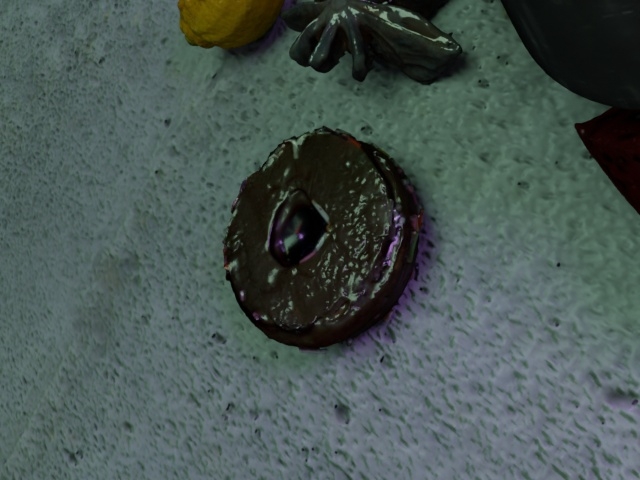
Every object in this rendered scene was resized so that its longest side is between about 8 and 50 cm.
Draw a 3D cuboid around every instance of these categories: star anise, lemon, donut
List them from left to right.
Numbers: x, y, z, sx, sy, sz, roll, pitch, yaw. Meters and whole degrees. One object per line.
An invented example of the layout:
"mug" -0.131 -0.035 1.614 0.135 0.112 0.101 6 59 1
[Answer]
"lemon" -0.126 -0.344 1.006 0.187 0.142 0.142 -46 56 21
"donut" 0.000 0.000 0.847 0.269 0.103 0.270 -12 68 33
"star anise" 0.064 -0.271 0.874 0.257 0.110 0.199 9 68 31

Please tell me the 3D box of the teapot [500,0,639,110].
"teapot" 0.167 -0.284 0.446 0.306 0.361 0.376 -57 43 16

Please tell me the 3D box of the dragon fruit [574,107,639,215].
"dragon fruit" 0.385 -0.068 0.498 0.330 0.240 0.302 -42 76 29
